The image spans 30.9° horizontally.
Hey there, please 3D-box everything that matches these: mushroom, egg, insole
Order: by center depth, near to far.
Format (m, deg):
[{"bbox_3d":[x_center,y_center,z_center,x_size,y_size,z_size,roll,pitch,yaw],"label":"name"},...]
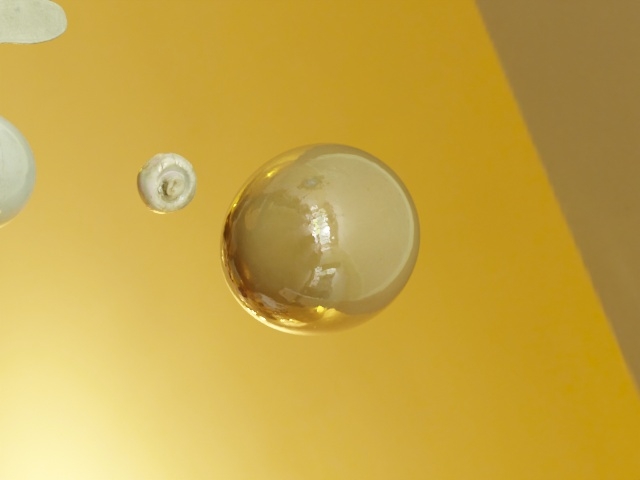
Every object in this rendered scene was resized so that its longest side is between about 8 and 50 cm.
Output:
[{"bbox_3d":[-0.415,-0.082,1.301,0.151,0.209,0.151,-4,-97,32],"label":"egg"},{"bbox_3d":[-0.373,-0.256,1.364,0.010,0.192,0.063,-13,-82,38],"label":"insole"},{"bbox_3d":[-0.205,-0.076,1.553,0.067,0.084,0.083,28,-61,56],"label":"mushroom"},{"bbox_3d":[0.000,0.000,1.825,0.301,0.374,0.301,7,-69,19],"label":"egg"}]
